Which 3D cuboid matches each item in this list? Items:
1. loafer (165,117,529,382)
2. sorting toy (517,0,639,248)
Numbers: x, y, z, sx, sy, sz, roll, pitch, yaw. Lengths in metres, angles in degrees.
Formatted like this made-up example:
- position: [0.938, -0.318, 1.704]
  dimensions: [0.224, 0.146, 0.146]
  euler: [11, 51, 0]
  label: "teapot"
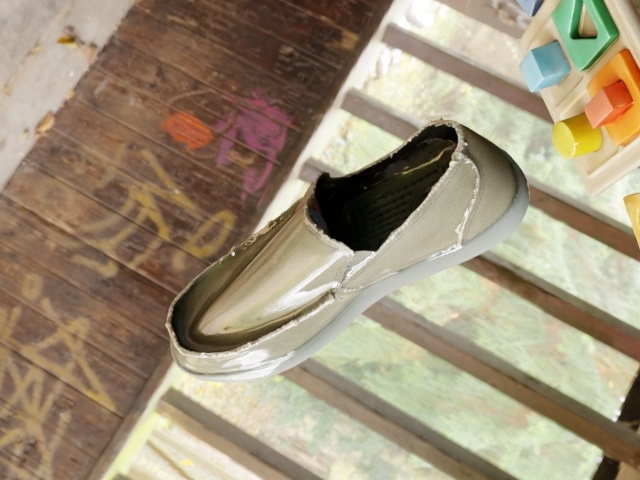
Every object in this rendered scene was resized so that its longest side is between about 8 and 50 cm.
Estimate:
- position: [0.000, 0.000, 0.436]
  dimensions: [0.251, 0.094, 0.087]
  euler: [-32, 139, 10]
  label: "loafer"
- position: [0.233, -0.140, 0.634]
  dimensions: [0.047, 0.348, 0.196]
  euler: [-20, 167, -6]
  label: "sorting toy"
